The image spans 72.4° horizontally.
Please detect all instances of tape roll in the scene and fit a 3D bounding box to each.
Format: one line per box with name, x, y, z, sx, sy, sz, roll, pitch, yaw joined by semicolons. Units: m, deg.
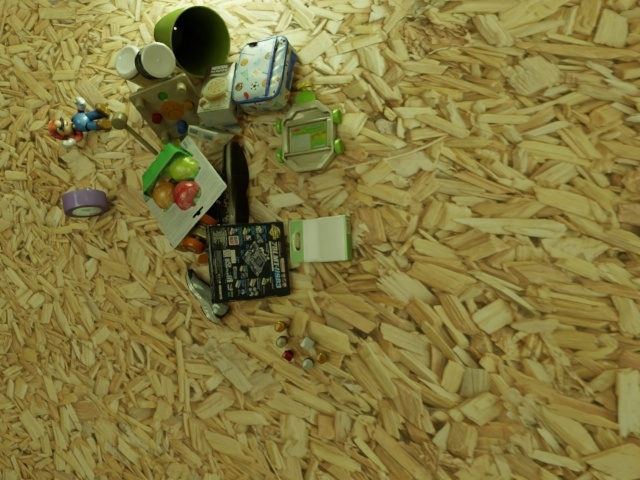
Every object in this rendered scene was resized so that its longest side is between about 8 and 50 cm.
tape roll;-1.108;-0.173;2.065;0.189;0.189;0.080;-17;81;21

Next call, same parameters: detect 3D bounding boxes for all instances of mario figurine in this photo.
mario figurine;-1.201;-0.572;2.138;0.321;0.170;0.198;-12;47;14

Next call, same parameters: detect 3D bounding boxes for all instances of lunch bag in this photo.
lunch bag;-0.216;-0.665;1.736;0.243;0.115;0.303;1;76;27

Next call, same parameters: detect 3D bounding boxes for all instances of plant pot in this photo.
plant pot;-0.582;-0.863;1.873;0.294;0.275;0.274;30;99;38

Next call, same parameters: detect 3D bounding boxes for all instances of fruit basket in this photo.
fruit basket;-0.540;-0.198;1.722;0.327;0.165;0.353;-48;65;12

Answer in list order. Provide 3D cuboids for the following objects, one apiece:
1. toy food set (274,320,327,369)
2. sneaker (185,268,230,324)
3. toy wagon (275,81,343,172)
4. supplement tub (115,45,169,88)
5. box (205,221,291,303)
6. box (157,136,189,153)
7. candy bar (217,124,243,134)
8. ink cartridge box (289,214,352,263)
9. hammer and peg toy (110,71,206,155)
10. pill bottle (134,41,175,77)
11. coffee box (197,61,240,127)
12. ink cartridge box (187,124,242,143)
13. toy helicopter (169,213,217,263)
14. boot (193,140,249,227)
toy food set;-0.086;0.404;1.661;0.232;0.104;0.111;31;85;4
sneaker;-0.472;0.221;1.831;0.108;0.100;0.271;-37;68;-9
toy wagon;-0.044;-0.439;1.697;0.268;0.068;0.344;-4;84;23
supplement tub;-0.796;-0.765;1.966;0.145;0.200;0.144;-2;86;23
box;-0.273;0.080;1.663;0.073;0.294;0.295;161;104;-67
box;-0.667;-0.436;1.975;0.105;0.043;0.179;-32;77;18
candy bar;-0.393;-0.488;1.875;0.162;0.018;0.040;22;95;24
ink cartridge box;0.000;0.000;1.656;0.235;0.056;0.171;-5;84;26
hammer and peg toy;-0.666;-0.528;1.842;0.362;0.266;0.127;-20;52;7
pill bottle;-0.678;-0.720;1.772;0.246;0.131;0.130;28;99;56
coffee box;-0.407;-0.599;1.796;0.141;0.098;0.246;-4;65;12
ink cartridge box;-0.432;-0.434;1.806;0.146;0.179;0.045;22;106;23
toy helicopter;-0.500;0.018;1.813;0.355;0.235;0.140;-3;57;44
boot;-0.445;-0.209;1.820;0.285;0.138;0.376;-4;90;23
